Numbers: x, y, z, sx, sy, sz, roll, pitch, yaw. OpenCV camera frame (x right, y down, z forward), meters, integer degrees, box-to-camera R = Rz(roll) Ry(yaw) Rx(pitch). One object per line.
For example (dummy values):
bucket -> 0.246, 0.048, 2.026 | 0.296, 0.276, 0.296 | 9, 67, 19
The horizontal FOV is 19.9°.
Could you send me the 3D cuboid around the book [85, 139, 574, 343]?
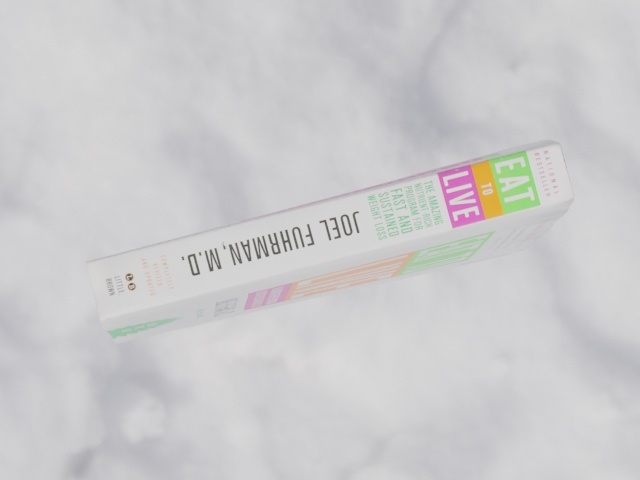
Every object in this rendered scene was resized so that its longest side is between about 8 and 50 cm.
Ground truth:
book -> 0.000, 0.000, 0.577 | 0.144, 0.096, 0.035 | -14, 86, -5
